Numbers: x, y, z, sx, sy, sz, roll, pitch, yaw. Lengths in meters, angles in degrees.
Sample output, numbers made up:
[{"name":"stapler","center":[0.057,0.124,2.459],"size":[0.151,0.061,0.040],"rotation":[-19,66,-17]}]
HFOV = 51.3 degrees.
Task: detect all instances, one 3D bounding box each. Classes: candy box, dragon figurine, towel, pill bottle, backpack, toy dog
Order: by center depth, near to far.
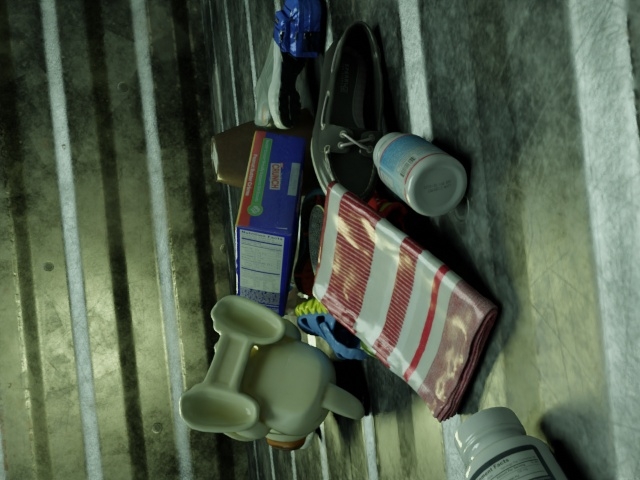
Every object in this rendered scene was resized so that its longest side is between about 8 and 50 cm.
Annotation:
[{"name":"pill bottle","center":[0.221,0.279,0.729],"size":[0.180,0.108,0.108],"rotation":[-114,24,-49]},{"name":"pill bottle","center":[0.133,-0.100,0.939],"size":[0.160,0.087,0.087],"rotation":[-125,33,-60]},{"name":"towel","center":[0.102,0.087,0.991],"size":[0.329,0.037,0.237],"rotation":[42,139,35]},{"name":"backpack","center":[-0.045,-0.461,1.417],"size":[0.098,0.101,0.120],"rotation":[-124,35,-46]},{"name":"candy box","center":[-0.109,-0.030,1.457],"size":[0.317,0.122,0.268],"rotation":[100,178,-52]},{"name":"toy dog","center":[-0.091,0.330,1.524],"size":[0.408,0.395,0.285],"rotation":[83,-167,-67]},{"name":"dragon figurine","center":[-0.132,0.177,1.670],"size":[0.144,0.289,0.085],"rotation":[-17,98,64]}]

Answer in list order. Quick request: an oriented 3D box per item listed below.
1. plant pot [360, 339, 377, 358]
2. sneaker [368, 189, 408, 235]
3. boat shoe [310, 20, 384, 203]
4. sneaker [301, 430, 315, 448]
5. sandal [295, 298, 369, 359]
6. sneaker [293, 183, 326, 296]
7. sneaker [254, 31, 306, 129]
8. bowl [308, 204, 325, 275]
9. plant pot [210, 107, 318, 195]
[{"name":"plant pot","center":[0.117,0.149,1.121],"size":[0.083,0.083,0.079],"rotation":[-126,46,-60]},{"name":"sneaker","center":[0.097,-0.038,1.117],"size":[0.118,0.107,0.279],"rotation":[-53,48,45]},{"name":"boat shoe","center":[0.049,-0.212,1.094],"size":[0.095,0.112,0.335],"rotation":[120,154,-62]},{"name":"sneaker","center":[-0.060,0.495,1.861],"size":[0.235,0.090,0.095],"rotation":[-113,10,-55]},{"name":"sandal","center":[0.032,0.175,1.338],"size":[0.317,0.126,0.138],"rotation":[139,120,-72]},{"name":"sneaker","center":[0.000,0.000,1.475],"size":[0.125,0.104,0.262],"rotation":[-89,6,-62]},{"name":"sneaker","center":[-0.103,-0.377,1.523],"size":[0.108,0.100,0.271],"rotation":[-7,68,35]},{"name":"bowl","center":[0.036,0.010,1.329],"size":[0.170,0.080,0.170],"rotation":[174,90,-74]},{"name":"plant pot","center":[-0.142,-0.204,1.602],"size":[0.215,0.230,0.215],"rotation":[174,90,-75]}]
